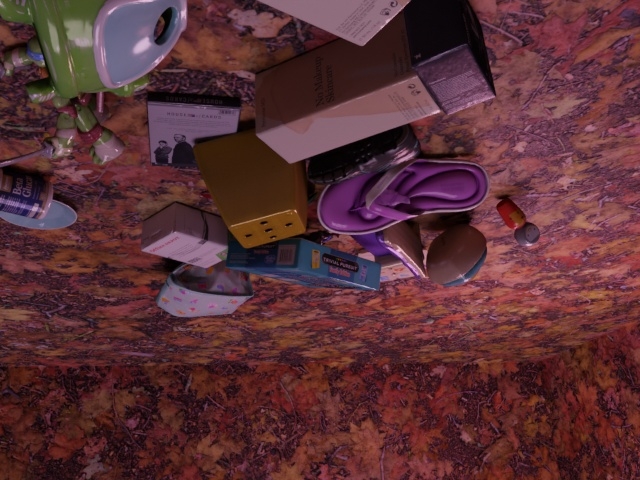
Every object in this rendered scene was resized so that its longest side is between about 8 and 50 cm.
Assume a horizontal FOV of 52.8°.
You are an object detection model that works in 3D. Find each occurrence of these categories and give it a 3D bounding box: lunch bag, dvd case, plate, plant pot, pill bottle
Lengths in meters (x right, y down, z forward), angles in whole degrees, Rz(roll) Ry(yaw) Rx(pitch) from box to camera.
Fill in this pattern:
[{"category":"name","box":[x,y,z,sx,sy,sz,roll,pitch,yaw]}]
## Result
[{"category":"lunch bag","box":[-0.372,0.145,2.018,0.263,0.160,0.223,1,158,-26]},{"category":"dvd case","box":[-0.265,-0.222,1.342,0.180,0.029,0.238,1,156,-12]},{"category":"plate","box":[-0.708,-0.076,1.615,0.188,0.024,0.188,-3,157,-1]},{"category":"plant pot","box":[-0.131,-0.104,1.387,0.213,0.187,0.212,-14,159,3]},{"category":"pill bottle","box":[-0.701,-0.110,1.446,0.170,0.094,0.094,16,150,-39]}]

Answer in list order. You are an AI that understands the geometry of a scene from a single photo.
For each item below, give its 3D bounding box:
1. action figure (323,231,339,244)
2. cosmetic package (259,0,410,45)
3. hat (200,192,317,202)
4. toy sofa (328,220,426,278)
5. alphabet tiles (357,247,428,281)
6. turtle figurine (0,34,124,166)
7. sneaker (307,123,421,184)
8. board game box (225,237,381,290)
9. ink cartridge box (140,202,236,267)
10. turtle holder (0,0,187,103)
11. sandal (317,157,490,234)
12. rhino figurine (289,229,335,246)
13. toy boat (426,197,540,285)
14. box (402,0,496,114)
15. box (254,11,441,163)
[{"category":"action figure","box":[0.000,0.000,1.905,0.115,0.030,0.038,-20,157,37]},{"category":"cosmetic package","box":[-0.040,-0.390,0.826,0.310,0.160,0.113,12,151,-35]},{"category":"hat","box":[-0.141,-0.123,1.596,0.208,0.183,0.173,-41,-173,-28]},{"category":"toy sofa","box":[0.155,-0.008,1.724,0.150,0.177,0.362,-14,156,22]},{"category":"alphabet tiles","box":[0.224,0.075,2.123,0.278,0.021,0.284,-11,156,15]},{"category":"turtle figurine","box":[-0.473,-0.224,1.104,0.198,0.274,0.266,26,168,18]},{"category":"sneaker","box":[0.096,-0.174,1.425,0.268,0.101,0.106,-17,156,27]},{"category":"board game box","box":[-0.039,0.065,1.706,0.254,0.079,0.336,-1,168,40]},{"category":"ink cartridge box","box":[-0.349,-0.010,1.740,0.160,0.092,0.220,-24,150,37]},{"category":"turtle holder","box":[-0.302,-0.301,0.873,0.228,0.243,0.320,-17,133,-18]},{"category":"sandal","box":[0.195,-0.118,1.484,0.417,0.169,0.102,-13,-174,-6]},{"category":"rhino figurine","box":[-0.071,0.009,1.857,0.244,0.073,0.106,-14,151,18]},{"category":"toy boat","box":[0.443,0.023,1.797,0.318,0.267,0.148,-36,102,21]},{"category":"box","box":[0.207,-0.316,1.040,0.093,0.155,0.158,-17,153,26]},{"category":"box","box":[0.043,-0.264,1.151,0.311,0.147,0.121,-17,153,24]}]
